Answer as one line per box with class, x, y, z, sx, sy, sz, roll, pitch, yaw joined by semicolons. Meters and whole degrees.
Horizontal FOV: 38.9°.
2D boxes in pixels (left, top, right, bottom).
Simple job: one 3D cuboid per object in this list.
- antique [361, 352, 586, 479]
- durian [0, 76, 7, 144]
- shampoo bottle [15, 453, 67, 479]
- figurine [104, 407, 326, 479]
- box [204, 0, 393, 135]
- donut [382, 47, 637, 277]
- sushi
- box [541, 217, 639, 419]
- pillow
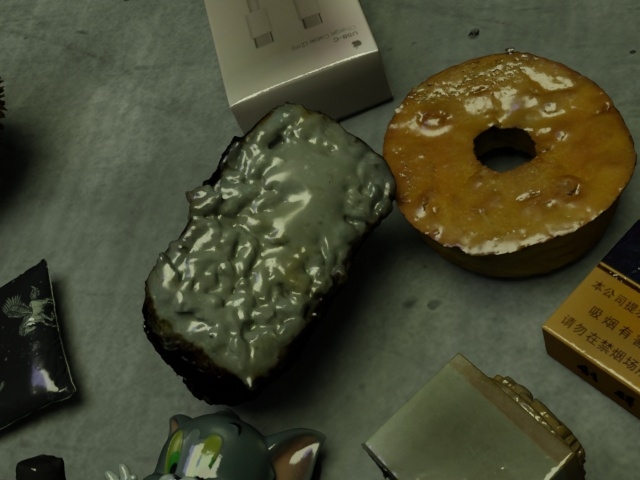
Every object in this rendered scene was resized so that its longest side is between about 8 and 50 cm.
antique;0.149;0.206;0.807;0.148;0.152;0.146;-44;52;-8
durian;-0.609;-0.167;1.216;0.384;0.347;0.347;4;59;22
shampoo bottle;-0.249;0.323;0.832;0.127;0.078;0.257;0;95;28
figurine;-0.102;0.280;0.862;0.193;0.140;0.265;-11;64;24
box;-0.035;-0.267;1.226;0.203;0.106;0.252;-19;54;5
donut;0.207;-0.078;1.003;0.277;0.108;0.277;-9;55;13
sushi;-0.061;0.000;0.966;0.196;0.182;0.343;36;68;-11
box;0.353;0.056;0.889;0.237;0.070;0.152;-45;54;-10
pillow;-0.371;0.130;1.106;0.141;0.055;0.208;-28;52;8
